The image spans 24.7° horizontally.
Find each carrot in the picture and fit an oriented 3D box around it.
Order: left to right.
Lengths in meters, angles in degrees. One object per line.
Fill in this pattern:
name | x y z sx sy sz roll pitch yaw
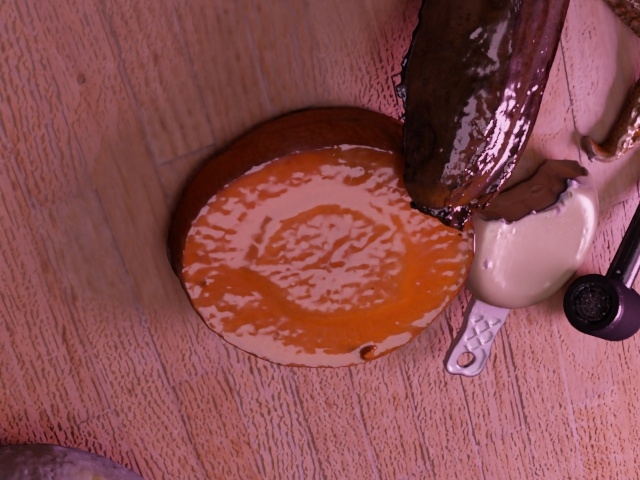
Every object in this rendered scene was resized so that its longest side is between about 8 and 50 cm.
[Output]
carrot | 0.000 0.000 1.470 0.307 0.100 0.258 -7 114 -16

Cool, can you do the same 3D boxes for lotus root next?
lotus root | 0.167 -0.170 1.396 0.167 0.078 0.329 12 92 -30

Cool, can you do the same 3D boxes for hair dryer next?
hair dryer | 0.346 -0.010 1.603 0.128 0.070 0.255 11 102 -66

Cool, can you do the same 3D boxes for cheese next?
cheese | 0.217 0.035 1.588 0.163 0.071 0.249 -8 119 -17

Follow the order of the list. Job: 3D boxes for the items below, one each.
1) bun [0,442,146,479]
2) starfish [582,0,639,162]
bun | -0.304 0.382 1.491 0.362 0.211 0.362 -8 118 -15
starfish | 0.387 -0.183 1.484 0.375 0.094 0.327 35 139 3
